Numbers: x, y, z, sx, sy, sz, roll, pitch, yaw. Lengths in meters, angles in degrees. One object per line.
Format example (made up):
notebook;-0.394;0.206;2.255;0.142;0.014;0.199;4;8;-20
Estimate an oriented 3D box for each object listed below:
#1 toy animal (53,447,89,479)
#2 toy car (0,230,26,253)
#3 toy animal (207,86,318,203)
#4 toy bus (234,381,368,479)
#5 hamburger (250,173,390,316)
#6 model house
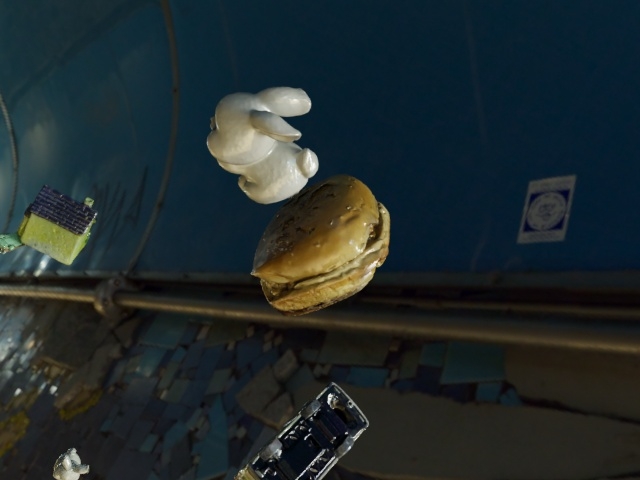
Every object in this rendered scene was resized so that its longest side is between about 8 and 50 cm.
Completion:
toy animal;-0.663;0.604;1.672;0.071;0.085;0.124;33;-10;-18
toy car;-0.950;0.001;1.967;0.059;0.122;0.035;42;-65;9
toy animal;-0.090;-0.161;1.075;0.178;0.128;0.193;5;-43;21
toy bus;-0.046;0.487;1.460;0.143;0.305;0.179;47;-41;6
hamburger;-0.004;0.005;1.316;0.284;0.305;0.174;-28;-67;19
model house;-0.810;-0.076;1.982;0.193;0.170;0.211;30;-65;-10
